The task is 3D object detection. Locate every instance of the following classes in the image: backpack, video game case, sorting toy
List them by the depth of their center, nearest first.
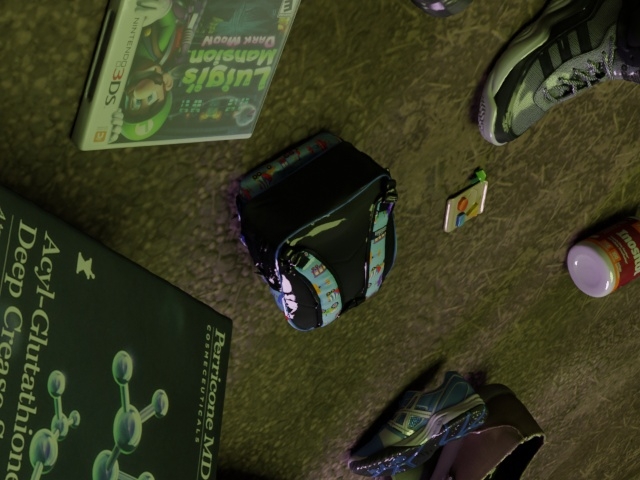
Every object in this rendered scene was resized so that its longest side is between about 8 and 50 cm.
[{"bbox_3d":[-0.109,-0.159,1.084,0.190,0.022,0.173,-9,133,-43],"label":"video game case"},{"bbox_3d":[0.000,0.000,1.289,0.158,0.117,0.173,-34,145,-18],"label":"backpack"},{"bbox_3d":[0.179,-0.050,1.531,0.062,0.012,0.083,-27,143,-26],"label":"sorting toy"}]

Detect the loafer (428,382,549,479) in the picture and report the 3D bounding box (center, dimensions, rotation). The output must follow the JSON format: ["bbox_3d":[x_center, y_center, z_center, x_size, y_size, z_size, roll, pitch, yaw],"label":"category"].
[{"bbox_3d":[0.219,0.394,1.838,0.134,0.130,0.366,7,107,-43],"label":"loafer"}]

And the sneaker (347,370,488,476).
[{"bbox_3d":[0.129,0.260,1.757,0.211,0.081,0.080,-31,150,9],"label":"sneaker"}]

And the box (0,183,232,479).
[{"bbox_3d":[-0.261,0.148,0.950,0.395,0.212,0.293,38,52,-58],"label":"box"}]

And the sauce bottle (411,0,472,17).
[{"bbox_3d":[0.030,-0.276,1.035,0.111,0.111,0.344,-52,148,8],"label":"sauce bottle"}]

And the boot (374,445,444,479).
[{"bbox_3d":[0.172,0.375,1.925,0.208,0.076,0.190,-29,130,-35],"label":"boot"}]

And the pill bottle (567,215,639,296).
[{"bbox_3d":[0.436,0.016,1.823,0.152,0.086,0.086,-25,142,-30],"label":"pill bottle"}]

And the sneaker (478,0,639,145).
[{"bbox_3d":[0.299,-0.190,1.385,0.268,0.153,0.101,-50,147,6],"label":"sneaker"}]
